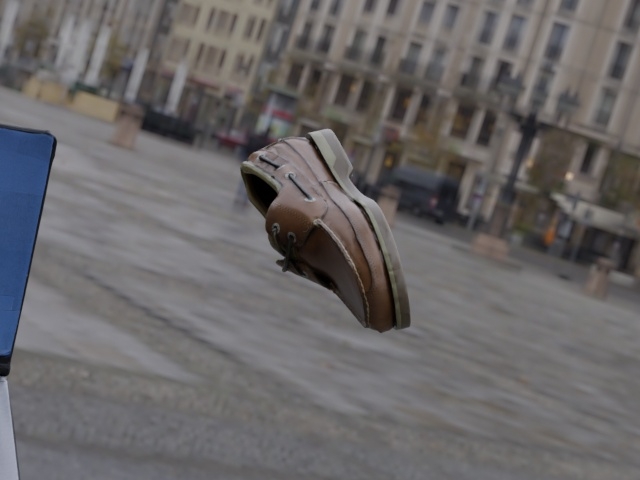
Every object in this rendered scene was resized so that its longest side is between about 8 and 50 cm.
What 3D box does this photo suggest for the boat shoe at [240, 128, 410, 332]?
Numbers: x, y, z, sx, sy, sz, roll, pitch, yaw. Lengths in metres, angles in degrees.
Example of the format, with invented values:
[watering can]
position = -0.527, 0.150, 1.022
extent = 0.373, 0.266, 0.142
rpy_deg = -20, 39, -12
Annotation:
[boat shoe]
position = 0.000, 0.000, 1.440
extent = 0.104, 0.111, 0.307
rpy_deg = -12, 31, -11

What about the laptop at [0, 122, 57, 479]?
[laptop]
position = -0.433, 0.103, 1.363
extent = 0.382, 0.236, 0.408
rpy_deg = 7, 50, -28
